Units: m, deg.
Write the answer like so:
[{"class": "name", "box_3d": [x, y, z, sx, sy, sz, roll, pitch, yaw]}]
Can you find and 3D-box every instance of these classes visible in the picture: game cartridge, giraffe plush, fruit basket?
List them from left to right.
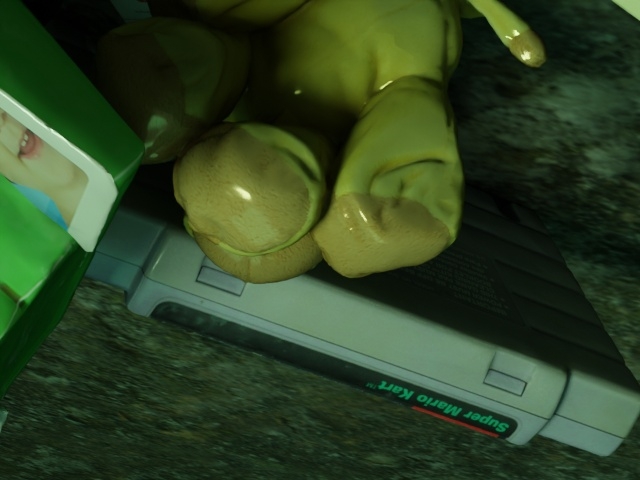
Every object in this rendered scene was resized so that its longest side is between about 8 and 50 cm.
[{"class": "fruit basket", "box_3d": [-0.261, -0.050, 0.654, 0.353, 0.165, 0.327, 30, 150, -6]}, {"class": "giraffe plush", "box_3d": [-0.017, -0.053, 0.747, 0.181, 0.210, 0.170, 39, 145, 1]}, {"class": "game cartridge", "box_3d": [0.000, 0.000, 0.923, 0.355, 0.230, 0.068, 21, 118, -21]}]

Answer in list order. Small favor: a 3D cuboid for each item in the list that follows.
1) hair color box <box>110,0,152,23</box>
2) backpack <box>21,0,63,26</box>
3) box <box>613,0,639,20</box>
[{"class": "hair color box", "box_3d": [-0.067, -0.152, 0.769, 0.093, 0.053, 0.167, 3, 156, 18]}, {"class": "backpack", "box_3d": [-0.216, -0.163, 0.735, 0.152, 0.115, 0.182, -11, 149, 27]}, {"class": "box", "box_3d": [0.112, -0.176, 0.423, 0.243, 0.117, 0.213, 34, 155, -7]}]
